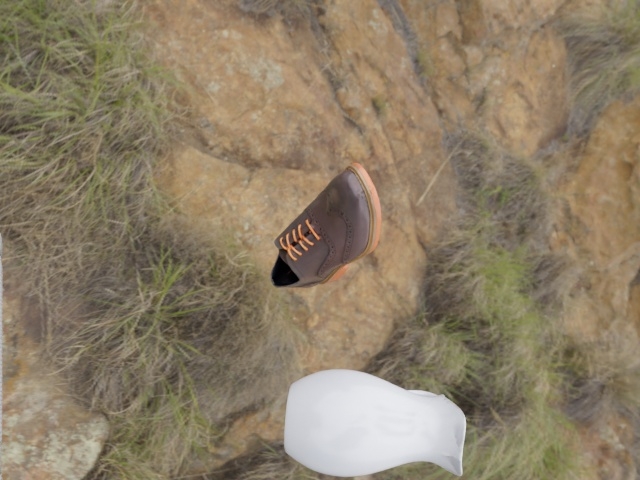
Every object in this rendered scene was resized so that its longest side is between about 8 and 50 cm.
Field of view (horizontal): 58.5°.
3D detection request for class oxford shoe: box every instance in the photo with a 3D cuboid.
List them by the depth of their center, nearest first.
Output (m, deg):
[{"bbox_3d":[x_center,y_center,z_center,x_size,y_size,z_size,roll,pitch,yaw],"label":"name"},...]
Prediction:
[{"bbox_3d":[0.000,0.000,0.744,0.098,0.271,0.097,-20,68,-25],"label":"oxford shoe"}]

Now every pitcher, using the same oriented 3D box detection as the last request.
[{"bbox_3d":[0.065,0.225,0.728,0.178,0.207,0.125,-20,113,-86],"label":"pitcher"}]

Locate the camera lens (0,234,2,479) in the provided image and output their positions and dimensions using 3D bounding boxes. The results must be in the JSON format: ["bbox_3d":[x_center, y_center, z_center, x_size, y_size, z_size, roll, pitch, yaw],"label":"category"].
[{"bbox_3d":[-0.305,0.099,0.325,0.219,0.219,0.274,5,72,-43],"label":"camera lens"}]
